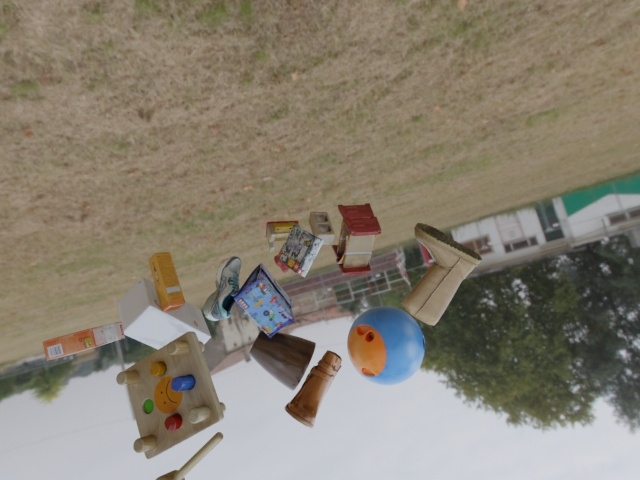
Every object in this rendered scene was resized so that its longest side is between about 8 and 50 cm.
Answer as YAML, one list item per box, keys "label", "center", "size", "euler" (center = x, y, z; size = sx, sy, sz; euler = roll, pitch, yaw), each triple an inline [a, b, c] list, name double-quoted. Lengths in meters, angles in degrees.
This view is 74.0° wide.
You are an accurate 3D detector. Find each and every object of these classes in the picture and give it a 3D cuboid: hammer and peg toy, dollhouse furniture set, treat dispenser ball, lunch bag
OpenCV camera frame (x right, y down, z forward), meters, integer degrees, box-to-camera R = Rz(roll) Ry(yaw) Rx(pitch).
- label: "hammer and peg toy"
  center: [-0.374, 0.456, 1.126]
  size: [0.265, 0.361, 0.127]
  euler: [-32, 158, 11]
- label: "dollhouse furniture set"
  center: [0.000, 0.000, 1.424]
  size: [0.373, 0.152, 0.201]
  euler: [-2, 132, -15]
- label: "treat dispenser ball"
  center: [0.243, 0.390, 1.586]
  size: [0.288, 0.288, 0.288]
  euler: [-16, 174, -2]
- label: "lunch bag"
  center: [-0.218, 0.230, 1.789]
  size: [0.138, 0.221, 0.293]
  euler: [-37, -168, 10]

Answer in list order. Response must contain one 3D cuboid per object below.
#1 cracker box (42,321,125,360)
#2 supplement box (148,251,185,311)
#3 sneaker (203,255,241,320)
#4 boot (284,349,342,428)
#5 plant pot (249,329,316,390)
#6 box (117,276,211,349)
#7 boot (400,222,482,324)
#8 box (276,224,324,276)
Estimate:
- label: "cracker box"
  center: [-0.784, 0.333, 1.427]
  size: [0.155, 0.067, 0.232]
  euler: [-15, 176, -4]
- label: "supplement box"
  center: [-0.630, 0.167, 1.735]
  size: [0.080, 0.234, 0.078]
  euler: [-9, 163, -48]
- label: "sneaker"
  center: [-0.368, 0.199, 1.749]
  size: [0.122, 0.283, 0.110]
  euler: [-2, 151, 35]
- label: "boot"
  center: [-0.004, 0.469, 1.366]
  size: [0.220, 0.109, 0.283]
  euler: [-56, 169, -4]
- label: "plant pot"
  center: [-0.169, 0.469, 1.757]
  size: [0.230, 0.215, 0.215]
  euler: [28, 170, -2]
- label: "box"
  center: [-0.683, 0.350, 1.862]
  size: [0.168, 0.215, 0.345]
  euler: [-45, 131, 1]
- label: "boot"
  center: [0.332, 0.110, 1.322]
  size: [0.270, 0.236, 0.089]
  euler: [-60, 178, 24]
- label: "box"
  center: [-0.050, 0.021, 0.994]
  size: [0.027, 0.094, 0.137]
  euler: [27, 180, -28]
